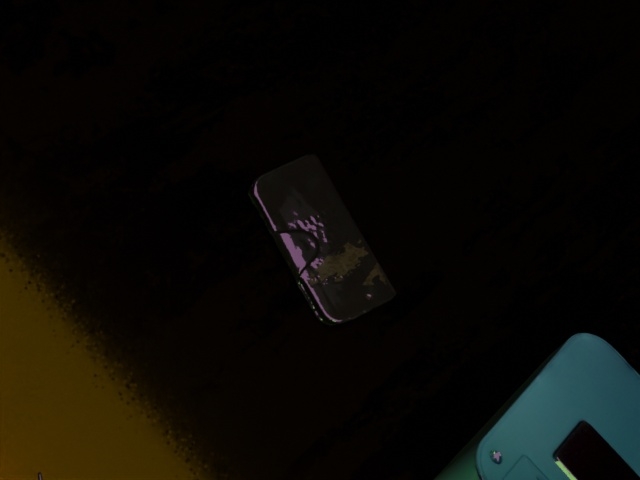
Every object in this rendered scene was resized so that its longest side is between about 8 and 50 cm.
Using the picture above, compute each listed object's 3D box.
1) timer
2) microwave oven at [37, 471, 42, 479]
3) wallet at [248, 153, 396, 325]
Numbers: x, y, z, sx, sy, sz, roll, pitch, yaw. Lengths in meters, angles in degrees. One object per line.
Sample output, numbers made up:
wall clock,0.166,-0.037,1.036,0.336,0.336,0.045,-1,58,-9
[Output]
timer,0.241,0.229,1.515,0.232,0.091,0.250,47,48,4
microwave oven,-0.288,0.274,1.225,0.240,0.145,0.194,5,66,-20
wallet,0.000,0.000,1.534,0.082,0.018,0.157,-24,79,-28
